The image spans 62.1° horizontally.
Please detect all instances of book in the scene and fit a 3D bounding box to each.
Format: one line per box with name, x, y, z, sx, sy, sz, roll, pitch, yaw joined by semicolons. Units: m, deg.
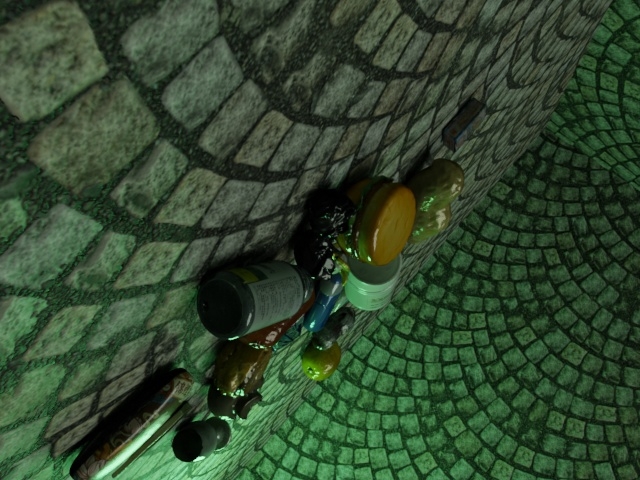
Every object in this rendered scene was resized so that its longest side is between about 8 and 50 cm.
book;-0.427;0.511;1.380;0.215;0.025;0.282;-43;177;-18

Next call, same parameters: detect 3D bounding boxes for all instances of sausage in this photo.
sausage;-0.116;0.174;1.370;0.258;0.133;0.133;-40;161;-34

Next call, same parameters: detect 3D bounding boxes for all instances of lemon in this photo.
lemon;0.007;0.524;2.368;0.207;0.170;0.170;-43;163;-39

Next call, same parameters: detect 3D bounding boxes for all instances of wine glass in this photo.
wine glass;-0.383;0.645;1.726;0.126;0.126;0.241;-49;166;-2

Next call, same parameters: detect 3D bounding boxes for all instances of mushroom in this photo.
mushroom;-0.266;0.450;1.590;0.188;0.141;0.117;-51;141;-3

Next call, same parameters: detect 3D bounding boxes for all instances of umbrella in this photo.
umbrella;-0.001;-0.001;1.299;0.110;0.122;0.272;-63;172;-55

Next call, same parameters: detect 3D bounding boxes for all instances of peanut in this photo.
peanut;0.364;-0.126;1.808;0.170;0.192;0.387;-29;155;-32

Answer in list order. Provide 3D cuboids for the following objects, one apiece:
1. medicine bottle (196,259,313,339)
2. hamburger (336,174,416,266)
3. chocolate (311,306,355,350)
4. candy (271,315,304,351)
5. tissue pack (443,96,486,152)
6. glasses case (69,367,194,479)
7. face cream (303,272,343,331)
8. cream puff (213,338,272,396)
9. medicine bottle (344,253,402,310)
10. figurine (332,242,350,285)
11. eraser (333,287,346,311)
medicine bottle;-0.128;0.120;1.179;0.141;0.141;0.293;-56;159;21
hamburger;0.130;-0.059;1.393;0.246;0.170;0.246;-31;130;-44
chocolate;0.057;0.373;2.261;0.248;0.110;0.110;-35;158;-30
candy;-0.114;0.297;1.749;0.145;0.070;0.275;-35;163;-20
tissue pack;0.471;-0.379;1.747;0.155;0.065;0.115;-47;161;-3
glasses case;-0.422;0.419;1.210;0.321;0.082;0.122;-44;162;-19
face cream;0.016;0.191;1.789;0.264;0.083;0.149;-66;176;35
cream puff;-0.221;0.338;1.460;0.189;0.129;0.189;-52;163;-23
medicine bottle;0.177;0.117;1.862;0.190;0.190;0.332;-45;164;-14
figurine;0.033;0.049;1.462;0.109;0.129;0.178;-42;163;-11
eraser;0.099;0.205;2.096;0.225;0.052;0.095;-32;159;-46
